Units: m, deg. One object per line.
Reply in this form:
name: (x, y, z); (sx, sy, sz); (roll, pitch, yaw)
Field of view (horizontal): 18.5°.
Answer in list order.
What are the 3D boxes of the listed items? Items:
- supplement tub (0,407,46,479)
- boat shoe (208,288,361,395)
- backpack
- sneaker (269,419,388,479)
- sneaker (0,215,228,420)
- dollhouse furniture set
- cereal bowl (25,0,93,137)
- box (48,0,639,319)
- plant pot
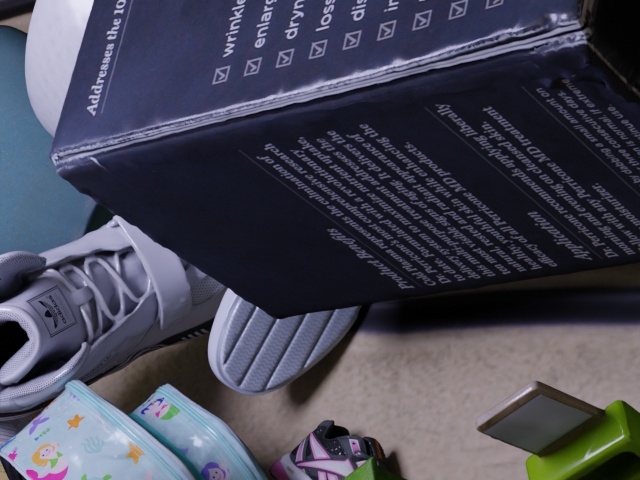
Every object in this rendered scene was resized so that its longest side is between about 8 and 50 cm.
supplement tub: (-0.353, 0.261, 1.874); (0.241, 0.241, 0.331); (-52, 37, 16)
boat shoe: (0.000, 0.000, 1.724); (0.302, 0.109, 0.094); (-56, 19, -4)
backpack: (-0.138, 0.229, 1.612); (0.191, 0.253, 0.225); (-46, 32, -10)
sneaker: (0.027, 0.196, 1.580); (0.077, 0.072, 0.178); (-53, 41, -3)
sneaker: (-0.185, 0.048, 1.723); (0.365, 0.137, 0.210); (-30, -3, 1)
dollhouse furniture set: (0.146, 0.265, 1.307); (0.197, 0.151, 0.302); (-38, 43, 32)
cereal bowl: (-0.097, -0.189, 1.782); (0.141, 0.339, 0.339); (38, 101, 28)
box: (0.101, -0.233, 1.479); (0.471, 0.297, 0.480); (-9, 57, 38)
plant pot: (-0.289, -0.050, 2.000); (0.195, 0.290, 0.290); (24, 88, 18)
